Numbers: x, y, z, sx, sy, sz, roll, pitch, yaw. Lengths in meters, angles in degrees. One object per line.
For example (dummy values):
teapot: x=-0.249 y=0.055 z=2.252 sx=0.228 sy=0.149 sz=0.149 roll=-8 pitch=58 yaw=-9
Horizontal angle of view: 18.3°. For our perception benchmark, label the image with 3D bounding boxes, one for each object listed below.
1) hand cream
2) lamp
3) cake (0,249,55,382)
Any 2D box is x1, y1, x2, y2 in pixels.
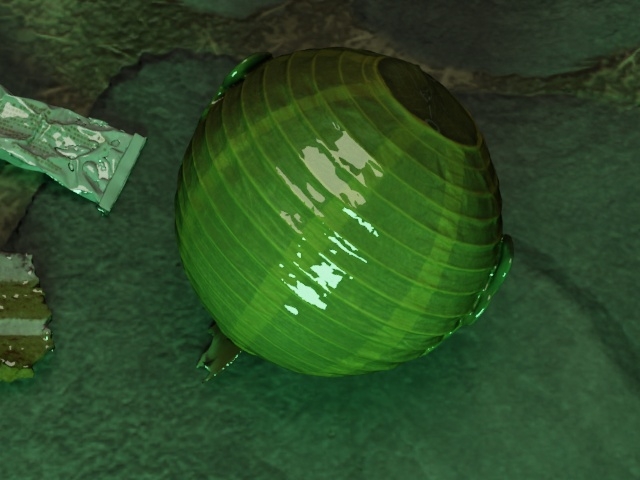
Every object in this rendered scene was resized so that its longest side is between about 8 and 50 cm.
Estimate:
hand cream: x=-0.273 y=-0.092 z=1.598 sx=0.257 sy=0.050 sz=0.084 roll=16 pitch=53 yaw=5
lamp: x=0.000 y=0.000 z=1.450 sx=0.250 sy=0.284 sz=0.250 roll=32 pitch=22 yaw=-15
cake: x=-0.345 y=0.055 z=1.459 sx=0.295 sy=0.113 sz=0.116 roll=-4 pitch=56 yaw=-12
